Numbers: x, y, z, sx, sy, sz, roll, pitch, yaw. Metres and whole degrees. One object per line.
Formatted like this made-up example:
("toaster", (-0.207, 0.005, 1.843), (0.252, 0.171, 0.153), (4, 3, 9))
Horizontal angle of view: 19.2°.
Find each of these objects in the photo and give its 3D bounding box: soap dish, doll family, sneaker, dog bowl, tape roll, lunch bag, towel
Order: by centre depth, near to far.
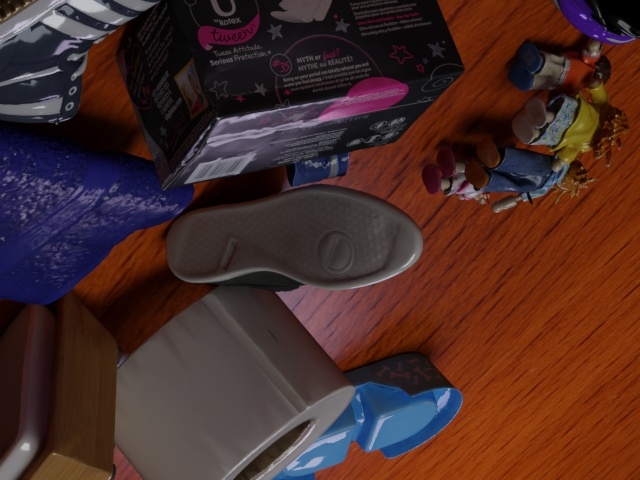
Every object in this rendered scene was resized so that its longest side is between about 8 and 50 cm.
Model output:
("sneaker", (-0.181, -0.191, 1.539), (0.282, 0.099, 0.153), (-22, 149, -4))
("towel", (-0.290, -0.032, 1.709), (0.227, 0.076, 0.308), (-34, 155, 26))
("sneaker", (0.288, -0.241, 1.839), (0.102, 0.146, 0.293), (-32, 152, 5))
("lunch bag", (-0.006, -0.107, 1.845), (0.065, 0.098, 0.067), (-10, 165, -10))
("sneaker", (0.000, 0.000, 1.932), (0.295, 0.105, 0.147), (-3, 178, 34))
("soap dish", (-0.314, 0.224, 1.962), (0.118, 0.229, 0.291), (23, 127, -23))
("doll family", (0.245, -0.098, 2.064), (0.163, 0.118, 0.263), (1, 140, -44))
("tape roll", (-0.106, 0.176, 2.072), (0.246, 0.169, 0.246), (-39, 166, -11))
("dog bowl", (0.039, 0.234, 2.470), (0.297, 0.074, 0.166), (-18, 150, -22))

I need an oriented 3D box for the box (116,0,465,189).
("box", (-0.030, -0.156, 1.664), (0.247, 0.142, 0.163), (-12, 164, -27))
